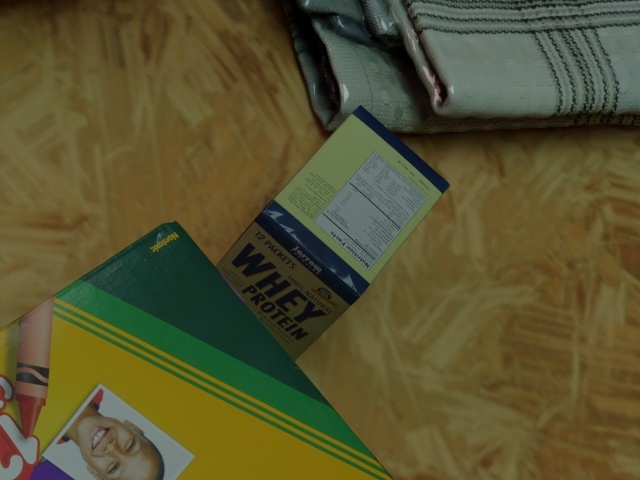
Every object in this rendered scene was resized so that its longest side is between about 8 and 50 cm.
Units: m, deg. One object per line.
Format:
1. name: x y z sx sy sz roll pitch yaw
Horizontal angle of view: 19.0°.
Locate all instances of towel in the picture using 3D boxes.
1. towel: 0.103 -0.197 1.047 0.324 0.056 0.312 -4 65 -29

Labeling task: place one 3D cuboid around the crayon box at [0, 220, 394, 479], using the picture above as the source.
1. crayon box: -0.111 0.132 0.724 0.165 0.081 0.278 50 52 6

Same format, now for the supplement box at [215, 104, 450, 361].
1. supplement box: 0.000 0.000 0.859 0.056 0.083 0.083 41 51 -1
